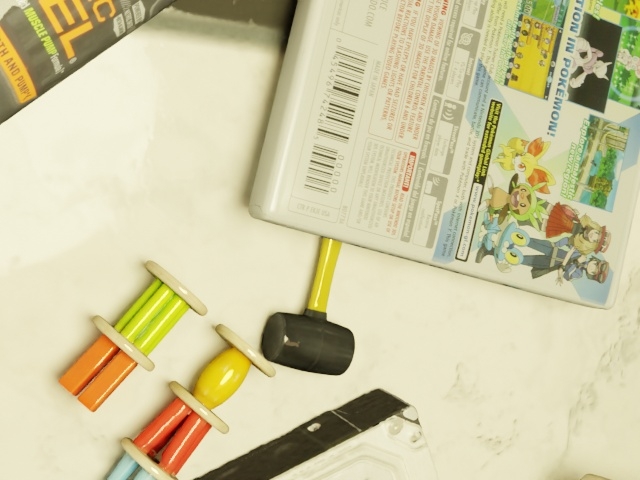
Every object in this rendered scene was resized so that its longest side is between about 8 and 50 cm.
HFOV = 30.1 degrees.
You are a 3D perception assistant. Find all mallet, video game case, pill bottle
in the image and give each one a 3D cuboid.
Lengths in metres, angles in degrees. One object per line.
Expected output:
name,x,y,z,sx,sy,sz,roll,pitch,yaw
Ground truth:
mallet,0.000,0.000,0.837,0.062,0.039,0.190,6,91,-26
video game case,0.122,-0.140,0.853,0.300,0.036,0.329,15,86,-26
pill bottle,-0.162,-0.163,0.682,0.245,0.130,0.130,-39,112,-14

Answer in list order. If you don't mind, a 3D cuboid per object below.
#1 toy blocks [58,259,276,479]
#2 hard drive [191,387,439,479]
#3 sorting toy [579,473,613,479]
toy blocks,-0.118,0.106,0.786,0.123,0.054,0.148,45,80,-24
hard drive,-0.052,0.281,0.841,0.339,0.064,0.237,-23,108,-21
sorting toy,0.251,0.332,0.972,0.257,0.089,0.255,22,89,-25
